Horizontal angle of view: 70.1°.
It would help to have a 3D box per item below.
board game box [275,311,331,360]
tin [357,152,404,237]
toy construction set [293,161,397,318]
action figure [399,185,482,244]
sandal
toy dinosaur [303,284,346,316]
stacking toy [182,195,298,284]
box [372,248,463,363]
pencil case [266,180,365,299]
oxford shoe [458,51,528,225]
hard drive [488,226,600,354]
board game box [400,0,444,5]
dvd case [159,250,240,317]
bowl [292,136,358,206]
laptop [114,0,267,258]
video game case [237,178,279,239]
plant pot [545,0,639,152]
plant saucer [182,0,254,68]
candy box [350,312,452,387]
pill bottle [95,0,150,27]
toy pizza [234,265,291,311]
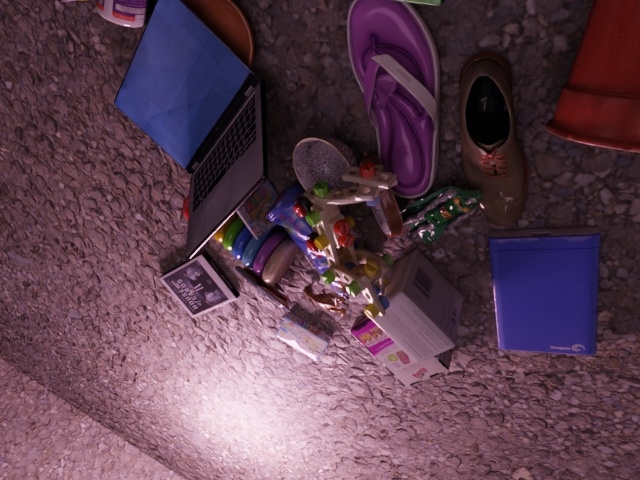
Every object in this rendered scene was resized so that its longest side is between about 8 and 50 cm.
[{"bbox_3d":[-0.054,0.296,1.404,0.154,0.026,0.103,31,128,3],"label":"board game box"},{"bbox_3d":[0.130,-0.096,0.997,0.040,0.106,0.190,-21,92,-10],"label":"tin"},{"bbox_3d":[0.060,-0.012,0.944,0.215,0.151,0.328,35,138,43],"label":"toy construction set"},{"bbox_3d":[0.253,-0.058,0.973,0.137,0.064,0.232,34,149,-14],"label":"action figure"},{"bbox_3d":[0.154,-0.266,0.892,0.169,0.102,0.416,-6,118,27],"label":"sandal"},{"bbox_3d":[0.023,0.168,1.215,0.112,0.064,0.211,15,177,-31],"label":"toy dinosaur"},{"bbox_3d":[-0.226,-0.022,1.221,0.330,0.141,0.141,32,129,11],"label":"stacking toy"},{"bbox_3d":[0.229,0.154,1.083,0.182,0.181,0.119,45,129,-8],"label":"box"},{"bbox_3d":[0.000,0.000,1.128,0.306,0.119,0.133,47,139,-10],"label":"pencil case"},{"bbox_3d":[0.319,-0.164,0.866,0.122,0.130,0.348,-9,117,28],"label":"oxford shoe"},{"bbox_3d":[0.502,0.121,1.027,0.210,0.040,0.319,-2,120,25],"label":"hard drive"},{"bbox_3d":[0.060,-0.441,0.750,0.317,0.213,0.046,15,126,14],"label":"board game box"},{"bbox_3d":[-0.390,0.146,1.457,0.238,0.030,0.179,-26,107,34],"label":"dvd case"},{"bbox_3d":[0.028,-0.167,1.017,0.170,0.080,0.170,29,141,26],"label":"bowl"},{"bbox_3d":[-0.315,-0.235,1.016,0.236,0.408,0.382,15,145,-33],"label":"laptop"},{"bbox_3d":[-0.162,-0.102,1.137,0.015,0.119,0.166,-5,122,57],"label":"video game case"},{"bbox_3d":[0.492,-0.282,0.645,0.272,0.272,0.265,9,116,19],"label":"plant pot"},{"bbox_3d":[-0.230,-0.437,0.997,0.199,0.037,0.200,12,126,17],"label":"plant saucer"},{"bbox_3d":[0.219,0.278,1.240,0.233,0.071,0.159,47,127,-9],"label":"candy box"},{"bbox_3d":[-0.403,-0.562,0.948,0.108,0.108,0.194,31,129,3],"label":"pill bottle"},{"bbox_3d":[-0.156,0.127,1.273,0.201,0.032,0.201,38,173,6],"label":"toy pizza"}]
